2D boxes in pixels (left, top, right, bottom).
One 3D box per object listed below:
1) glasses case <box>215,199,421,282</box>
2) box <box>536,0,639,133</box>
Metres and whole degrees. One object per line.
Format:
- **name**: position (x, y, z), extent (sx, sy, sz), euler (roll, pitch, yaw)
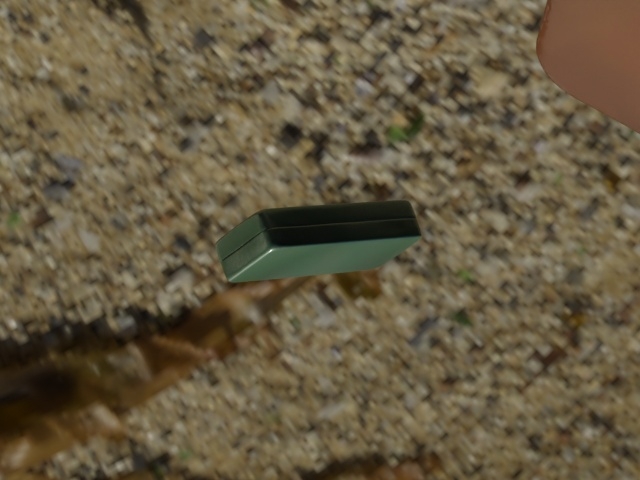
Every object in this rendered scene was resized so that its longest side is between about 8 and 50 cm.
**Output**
- **glasses case**: position (0.000, 0.000, 1.664), extent (0.184, 0.039, 0.078), euler (-4, 158, -42)
- **box**: position (0.351, -0.248, 1.500), extent (0.229, 0.239, 0.339), euler (-52, 165, -26)
